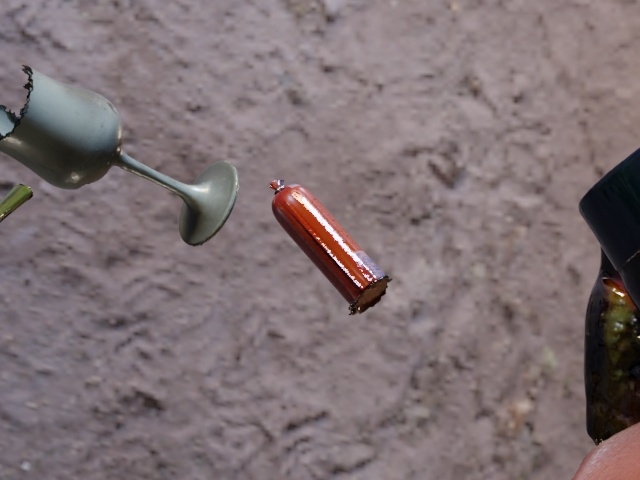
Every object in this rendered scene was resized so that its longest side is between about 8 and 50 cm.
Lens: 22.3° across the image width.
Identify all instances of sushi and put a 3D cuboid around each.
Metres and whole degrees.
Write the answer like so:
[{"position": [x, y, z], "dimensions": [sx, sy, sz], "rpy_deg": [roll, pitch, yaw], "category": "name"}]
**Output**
[{"position": [0.205, 0.068, 0.942], "dimensions": [0.097, 0.103, 0.226], "rpy_deg": [9, 83, -68], "category": "sushi"}]

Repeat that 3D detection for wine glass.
[{"position": [-0.162, -0.065, 1.255], "dimensions": [0.195, 0.079, 0.079], "rpy_deg": [27, 75, -33], "category": "wine glass"}]

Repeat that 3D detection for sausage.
[{"position": [0.000, 0.000, 1.426], "dimensions": [0.050, 0.145, 0.048], "rpy_deg": [-41, 159, -1], "category": "sausage"}]

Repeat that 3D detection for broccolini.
[{"position": [-0.286, -0.001, 1.316], "dimensions": [0.218, 0.044, 0.042], "rpy_deg": [-55, 138, -56], "category": "broccolini"}]

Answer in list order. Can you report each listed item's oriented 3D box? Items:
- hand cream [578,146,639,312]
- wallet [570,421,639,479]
[{"position": [0.236, 0.067, 0.823], "dimensions": [0.061, 0.120, 0.270], "rpy_deg": [-19, 71, -48], "category": "hand cream"}, {"position": [0.141, 0.086, 0.551], "dimensions": [0.045, 0.142, 0.204], "rpy_deg": [66, 17, 3], "category": "wallet"}]
